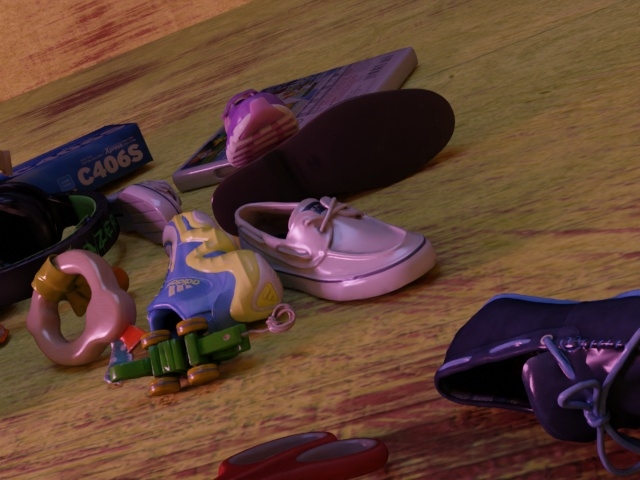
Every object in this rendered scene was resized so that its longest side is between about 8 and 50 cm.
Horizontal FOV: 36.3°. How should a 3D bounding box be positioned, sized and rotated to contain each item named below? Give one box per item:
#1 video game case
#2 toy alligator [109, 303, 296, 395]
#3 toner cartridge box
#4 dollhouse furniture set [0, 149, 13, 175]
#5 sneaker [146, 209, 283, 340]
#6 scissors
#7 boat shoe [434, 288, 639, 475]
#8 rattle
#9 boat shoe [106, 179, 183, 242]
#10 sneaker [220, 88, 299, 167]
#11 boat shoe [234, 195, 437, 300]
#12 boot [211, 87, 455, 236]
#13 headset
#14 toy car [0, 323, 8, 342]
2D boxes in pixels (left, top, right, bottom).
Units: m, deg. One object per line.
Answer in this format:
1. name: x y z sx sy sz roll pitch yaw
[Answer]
1. video game case: -0.032 -0.189 1.500 0.300 0.036 0.329 -11 26 30
2. toy alligator: -0.102 0.100 0.895 0.189 0.056 0.051 -19 -18 12
3. toner cartridge box: -0.469 -0.095 1.629 0.347 0.075 0.165 -30 17 -27
4. dollhouse furniture set: -0.582 -0.170 1.464 0.303 0.174 0.355 1 10 36
5. sneaker: -0.141 0.041 1.012 0.126 0.091 0.240 -33 24 -20
6. scissors: -0.072 0.163 0.596 0.109 0.021 0.297 -5 4 42
7. boat shoe: 0.167 0.093 0.599 0.089 0.109 0.258 -41 10 -22
8. rattle: -0.214 0.091 1.054 0.199 0.143 0.130 14 74 35
9. boat shoe: -0.229 -0.053 1.323 0.075 0.083 0.226 -35 24 -24
10. sneaker: -0.086 -0.148 1.240 0.095 0.105 0.236 -22 -9 -4
11. boat shoe: 0.000 0.000 0.967 0.258 0.084 0.095 0 32 45
12. boot: 0.014 -0.106 1.182 0.305 0.112 0.115 -23 11 9
13. headset: -0.465 -0.004 1.316 0.394 0.185 0.243 -9 26 25
14. toy car: -0.420 0.132 1.154 0.060 0.041 0.122 -16 23 19
